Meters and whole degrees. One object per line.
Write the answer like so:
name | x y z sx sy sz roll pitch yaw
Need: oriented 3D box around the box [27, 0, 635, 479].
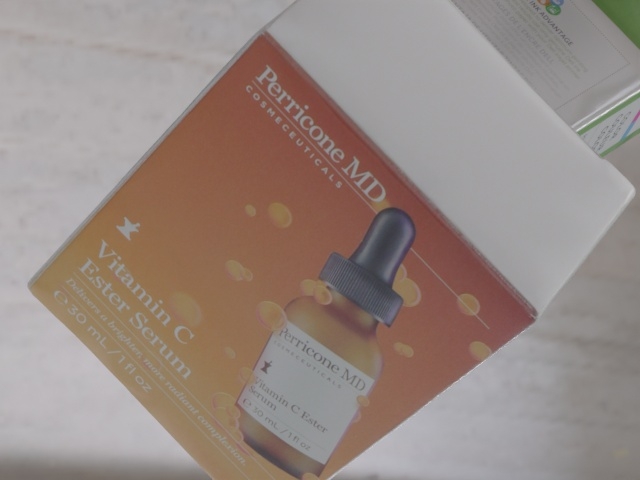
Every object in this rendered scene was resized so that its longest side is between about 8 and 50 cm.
box | 0.000 0.000 0.651 0.130 0.091 0.170 46 133 -1

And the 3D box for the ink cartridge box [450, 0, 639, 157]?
ink cartridge box | 0.086 -0.083 0.791 0.209 0.109 0.062 -33 163 -29
